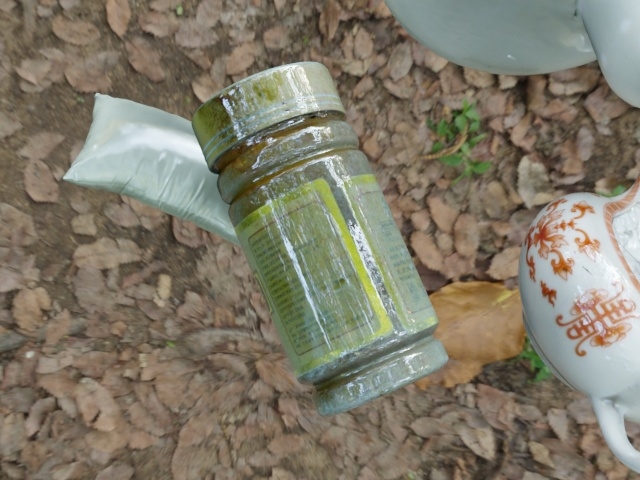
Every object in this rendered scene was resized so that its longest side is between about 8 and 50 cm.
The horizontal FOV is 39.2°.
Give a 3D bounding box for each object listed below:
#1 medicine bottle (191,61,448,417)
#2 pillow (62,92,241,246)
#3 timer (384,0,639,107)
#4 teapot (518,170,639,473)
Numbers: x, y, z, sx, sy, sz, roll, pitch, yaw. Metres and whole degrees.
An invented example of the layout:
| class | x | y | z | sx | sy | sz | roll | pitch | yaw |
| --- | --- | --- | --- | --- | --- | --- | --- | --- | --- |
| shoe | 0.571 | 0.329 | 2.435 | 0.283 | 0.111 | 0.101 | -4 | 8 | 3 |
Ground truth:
| class | x | y | z | sx | sy | sz | roll | pitch | yaw |
| --- | --- | --- | --- | --- | --- | --- | --- | --- | --- |
| medicine bottle | 0.000 | 0.000 | 0.891 | 0.151 | 0.151 | 0.323 | -22 | 82 | -6 |
| pillow | -0.158 | -0.074 | 1.024 | 0.254 | 0.078 | 0.144 | 23 | 50 | -12 |
| timer | 0.145 | -0.202 | 0.570 | 0.233 | 0.234 | 0.240 | 2 | 48 | -4 |
| teapot | 0.192 | 0.050 | 0.562 | 0.116 | 0.246 | 0.159 | -31 | 121 | 22 |
